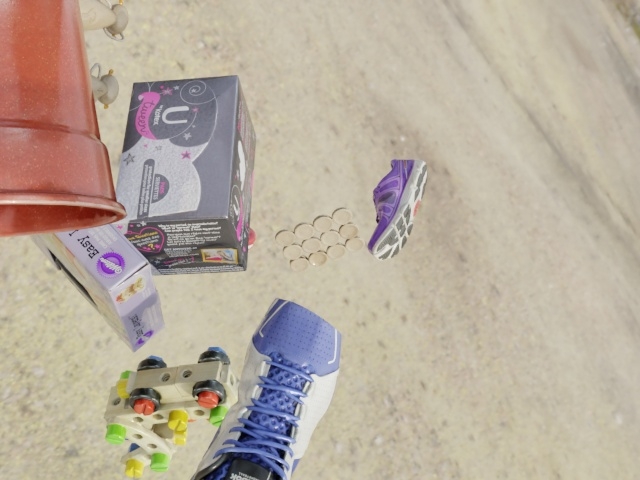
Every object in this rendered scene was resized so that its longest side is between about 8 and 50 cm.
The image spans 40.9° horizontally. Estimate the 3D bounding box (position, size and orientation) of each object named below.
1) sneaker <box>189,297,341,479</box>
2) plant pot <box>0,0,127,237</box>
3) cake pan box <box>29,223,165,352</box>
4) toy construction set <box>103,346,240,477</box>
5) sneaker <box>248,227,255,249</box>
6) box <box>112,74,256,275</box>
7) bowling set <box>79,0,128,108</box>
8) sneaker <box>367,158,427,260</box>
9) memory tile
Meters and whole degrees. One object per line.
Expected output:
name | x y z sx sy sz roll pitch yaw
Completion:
sneaker | -0.061 0.231 0.984 0.127 0.316 0.182 25 -6 -5
plant pot | -0.324 -0.145 0.792 0.272 0.272 0.265 2 82 -58
cake pan box | -0.317 0.013 1.152 0.246 0.070 0.267 46 -19 13
toy construction set | -0.193 0.259 1.339 0.151 0.327 0.215 -106 176 -47
sneaker | -0.191 -0.062 1.611 0.221 0.128 0.087 18 27 -39
box | -0.185 -0.093 1.196 0.142 0.163 0.247 79 10 -56
bowling set | -0.403 -0.362 1.329 0.199 0.287 0.154 20 13 16
sneaker | 0.102 -0.046 1.248 0.068 0.071 0.170 68 40 -53
memory tile | 0.000 0.000 1.555 0.012 0.148 0.113 -101 168 -48
